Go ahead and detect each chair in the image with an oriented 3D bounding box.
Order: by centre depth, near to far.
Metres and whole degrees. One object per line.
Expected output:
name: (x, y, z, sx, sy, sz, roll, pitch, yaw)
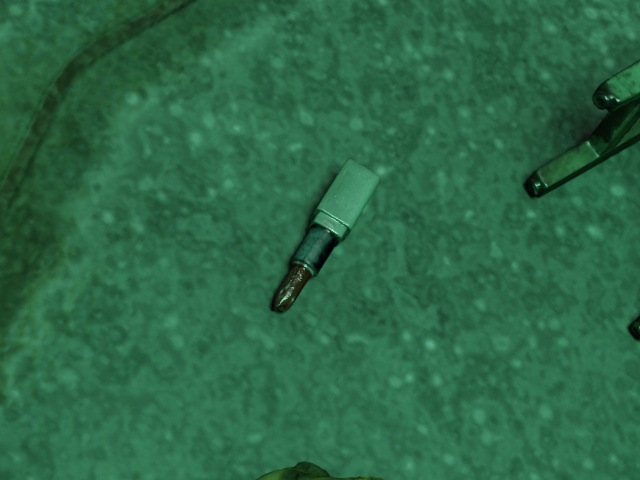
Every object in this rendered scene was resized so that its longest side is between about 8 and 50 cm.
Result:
chair: (0.286, -0.070, 1.120, 0.270, 0.147, 0.136, -28, 75, -25)

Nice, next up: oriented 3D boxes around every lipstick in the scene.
lipstick: (0.000, 0.000, 1.067, 0.025, 0.025, 0.107, 32, 65, 0)

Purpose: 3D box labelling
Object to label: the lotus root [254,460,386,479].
lotus root: (-0.007, 0.256, 0.851, 0.182, 0.183, 0.310, 16, 62, -9)
